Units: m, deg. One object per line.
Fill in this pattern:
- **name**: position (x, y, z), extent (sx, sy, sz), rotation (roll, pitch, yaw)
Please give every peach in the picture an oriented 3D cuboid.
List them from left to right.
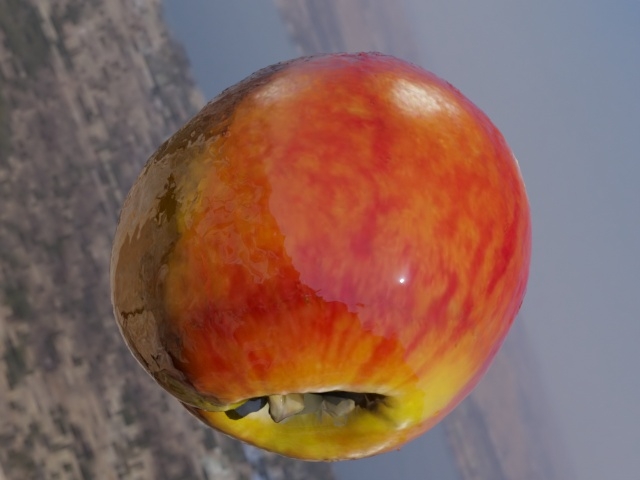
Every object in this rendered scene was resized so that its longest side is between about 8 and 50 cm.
- **peach**: position (0.000, 0.000, 0.968), extent (0.238, 0.281, 0.281), rotation (74, 0, -55)
